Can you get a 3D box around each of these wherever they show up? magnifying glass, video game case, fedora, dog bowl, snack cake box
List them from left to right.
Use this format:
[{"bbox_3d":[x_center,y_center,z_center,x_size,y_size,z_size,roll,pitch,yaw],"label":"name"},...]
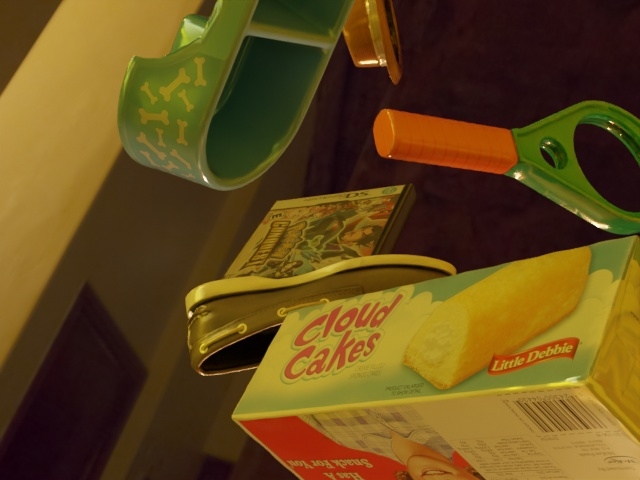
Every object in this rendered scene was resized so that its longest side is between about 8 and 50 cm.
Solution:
[{"bbox_3d":[-0.047,-0.171,0.767,0.074,0.297,0.166,32,19,24],"label":"dog bowl"},{"bbox_3d":[0.000,0.000,1.537,0.248,0.275,0.035,-6,-63,23],"label":"video game case"},{"bbox_3d":[0.077,-0.334,1.571,0.079,0.194,0.194,-10,-36,11],"label":"fedora"},{"bbox_3d":[0.092,0.101,0.553,0.152,0.089,0.264,45,-36,-23],"label":"snack cake box"},{"bbox_3d":[0.136,-0.054,0.625,0.231,0.092,0.026,4,-27,-28],"label":"magnifying glass"}]

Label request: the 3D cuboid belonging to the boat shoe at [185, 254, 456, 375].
[{"bbox_3d":[0.002,0.085,1.094,0.305,0.091,0.109,-9,-32,7],"label":"boat shoe"}]
